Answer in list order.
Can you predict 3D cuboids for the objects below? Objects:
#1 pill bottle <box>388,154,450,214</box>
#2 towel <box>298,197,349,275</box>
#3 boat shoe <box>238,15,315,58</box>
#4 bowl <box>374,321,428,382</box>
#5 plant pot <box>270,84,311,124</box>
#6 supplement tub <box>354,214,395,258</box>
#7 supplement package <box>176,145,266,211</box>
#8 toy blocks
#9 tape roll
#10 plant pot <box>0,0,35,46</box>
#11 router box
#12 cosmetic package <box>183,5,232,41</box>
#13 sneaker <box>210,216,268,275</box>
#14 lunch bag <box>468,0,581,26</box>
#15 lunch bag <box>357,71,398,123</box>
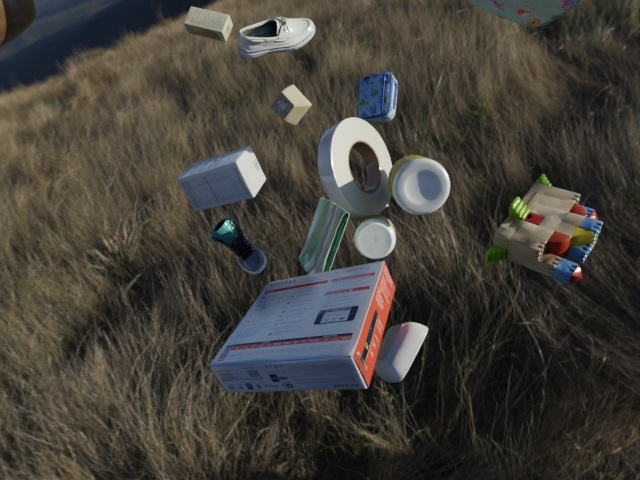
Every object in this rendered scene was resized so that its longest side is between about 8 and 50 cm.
[{"bbox_3d":[0.342,-0.211,1.464,0.188,0.188,0.334,-16,12,10],"label":"pill bottle"},{"bbox_3d":[0.000,0.000,1.242,0.038,0.248,0.325,18,10,-13],"label":"towel"},{"bbox_3d":[-0.112,-0.553,1.081,0.226,0.076,0.083,-29,78,-15],"label":"boat shoe"},{"bbox_3d":[0.170,0.243,0.908,0.053,0.142,0.142,33,71,0],"label":"bowl"},{"bbox_3d":[-0.121,-0.504,1.512,0.109,0.109,0.096,-44,-2,32],"label":"plant pot"},{"bbox_3d":[0.197,-0.013,1.455,0.144,0.144,0.200,-14,7,12],"label":"supplement tub"},{"bbox_3d":[-0.338,-0.210,1.388,0.244,0.139,0.134,-10,33,21],"label":"supplement package"},{"bbox_3d":[0.746,-0.031,1.289,0.261,0.191,0.381,27,61,38],"label":"toy blocks"},{"bbox_3d":[0.148,-0.277,1.570,0.072,0.392,0.392,-10,39,44],"label":"tape roll"},{"bbox_3d":[-0.778,-0.535,0.920,0.215,0.215,0.230,-13,28,13],"label":"plant pot"},{"bbox_3d":[-0.026,0.185,0.889,0.335,0.082,0.301,-13,25,28],"label":"router box"},{"bbox_3d":[-0.307,-0.593,1.110,0.115,0.041,0.060,17,80,7],"label":"cosmetic package"},{"bbox_3d":[-0.328,0.006,1.577,0.124,0.178,0.295,-46,49,-3],"label":"sneaker"},{"bbox_3d":[0.551,-0.692,1.072,0.224,0.279,0.108,-167,93,-81],"label":"lunch bag"},{"bbox_3d":[0.262,-0.651,1.849,0.176,0.090,0.219,3,82,31],"label":"lunch bag"}]
